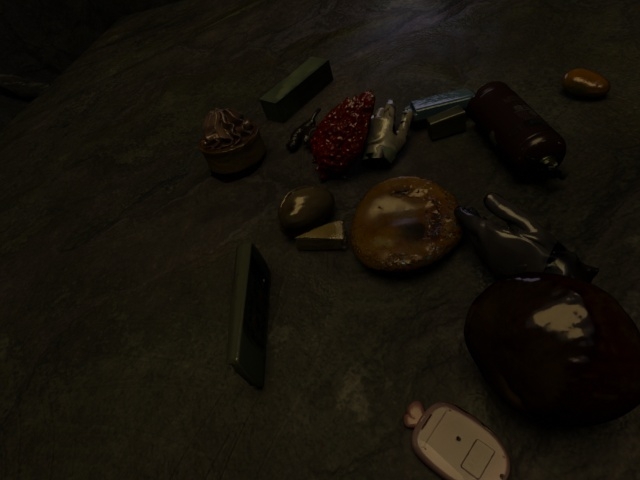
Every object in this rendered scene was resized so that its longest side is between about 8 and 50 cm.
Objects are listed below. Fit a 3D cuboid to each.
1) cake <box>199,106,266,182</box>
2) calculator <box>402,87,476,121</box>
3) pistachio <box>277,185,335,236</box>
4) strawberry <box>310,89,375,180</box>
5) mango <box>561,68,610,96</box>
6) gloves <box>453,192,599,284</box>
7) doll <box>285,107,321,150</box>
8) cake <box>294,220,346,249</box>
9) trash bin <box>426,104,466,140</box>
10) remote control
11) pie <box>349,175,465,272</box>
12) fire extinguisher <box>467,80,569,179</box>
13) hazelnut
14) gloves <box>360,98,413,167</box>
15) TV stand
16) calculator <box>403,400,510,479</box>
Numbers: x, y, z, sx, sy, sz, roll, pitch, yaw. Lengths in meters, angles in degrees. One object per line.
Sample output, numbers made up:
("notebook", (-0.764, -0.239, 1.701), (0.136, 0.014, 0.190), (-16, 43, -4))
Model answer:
("cake", (-0.272, -0.300, 1.239), (0.185, 0.178, 0.207), (-1, 53, 19))
("calculator", (0.331, -0.374, 1.154), (0.210, 0.039, 0.121), (-11, 30, 10))
("pistachio", (-0.036, -0.074, 1.002), (0.149, 0.113, 0.113), (-25, 46, -8))
("strawberry", (0.053, -0.269, 1.065), (0.098, 0.228, 0.174), (9, 58, -28))
("mango", (0.667, -0.394, 1.054), (0.079, 0.057, 0.114), (-33, 50, -20))
("gloves", (0.359, 0.009, 0.762), (0.119, 0.142, 0.285), (-14, 39, -30))
("doll", (-0.025, -0.315, 1.244), (0.165, 0.057, 0.139), (-38, 49, -3))
("cake", (0.000, 0.000, 0.952), (0.121, 0.052, 0.065), (-17, 49, 4))
("trash bin", (0.328, -0.307, 1.098), (0.092, 0.061, 0.043), (-17, 46, 7))
("remote control", (-0.136, 0.141, 0.831), (0.038, 0.123, 0.285), (-15, 45, 11))
("pie", (0.183, -0.035, 0.904), (0.274, 0.069, 0.273), (-10, 49, 12))
("fire extinguisher", (0.445, -0.238, 0.948), (0.136, 0.114, 0.337), (12, 41, -25))
("hazelnut", (0.337, 0.140, 0.600), (0.218, 0.218, 0.234), (-30, 46, -7))
("gloves", (0.164, -0.295, 1.110), (0.128, 0.111, 0.212), (-9, 67, 45))
("TV stand", (-0.078, -0.512, 1.420), (0.088, 0.082, 0.269), (28, 63, 34))
("calculator", (0.198, 0.302, 0.629), (0.166, 0.024, 0.103), (27, 63, 35))
